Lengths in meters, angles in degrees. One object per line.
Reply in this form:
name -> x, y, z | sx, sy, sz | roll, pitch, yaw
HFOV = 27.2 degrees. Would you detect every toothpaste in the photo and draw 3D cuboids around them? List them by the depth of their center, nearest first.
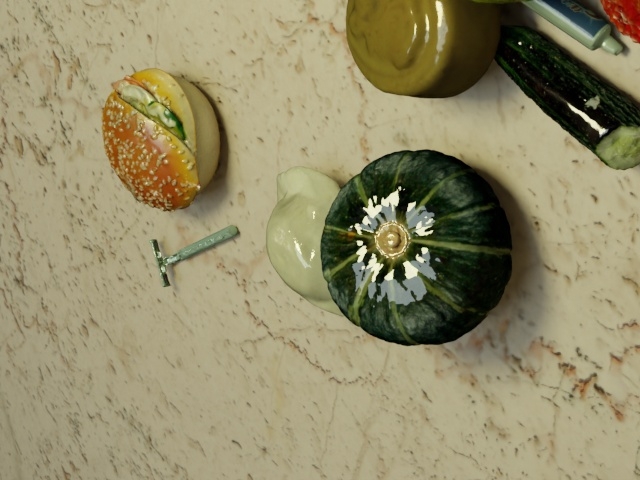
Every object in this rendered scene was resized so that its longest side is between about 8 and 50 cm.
toothpaste -> 0.266, -0.274, 1.528 | 0.197, 0.057, 0.035 | 39, 143, 13

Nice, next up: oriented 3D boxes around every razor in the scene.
razor -> -0.201, 0.011, 2.160 | 0.211, 0.036, 0.084 | -22, 84, 43

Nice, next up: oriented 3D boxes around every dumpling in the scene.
dumpling -> 0.000, 0.000, 1.866 | 0.250, 0.132, 0.162 | 52, 142, 33

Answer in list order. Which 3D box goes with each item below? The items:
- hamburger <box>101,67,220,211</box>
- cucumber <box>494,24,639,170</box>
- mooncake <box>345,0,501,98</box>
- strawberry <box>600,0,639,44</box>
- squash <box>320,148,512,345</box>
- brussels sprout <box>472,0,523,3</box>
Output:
hamburger -> -0.254, -0.154, 2.068 | 0.237, 0.147, 0.237 | 23, 122, 43
cucumber -> 0.286, -0.173, 1.544 | 0.241, 0.074, 0.074 | 45, 132, 30
mooncake -> 0.112, -0.283, 1.623 | 0.235, 0.117, 0.235 | 6, 97, 57
strawberry -> 0.392, -0.312, 1.273 | 0.291, 0.310, 0.292 | 1, 96, 12
squash -> 0.120, 0.010, 1.690 | 0.252, 0.165, 0.252 | -4, 82, 28
brussels sprout -> 0.208, -0.362, 1.463 | 0.223, 0.223, 0.161 | 49, 171, 23
